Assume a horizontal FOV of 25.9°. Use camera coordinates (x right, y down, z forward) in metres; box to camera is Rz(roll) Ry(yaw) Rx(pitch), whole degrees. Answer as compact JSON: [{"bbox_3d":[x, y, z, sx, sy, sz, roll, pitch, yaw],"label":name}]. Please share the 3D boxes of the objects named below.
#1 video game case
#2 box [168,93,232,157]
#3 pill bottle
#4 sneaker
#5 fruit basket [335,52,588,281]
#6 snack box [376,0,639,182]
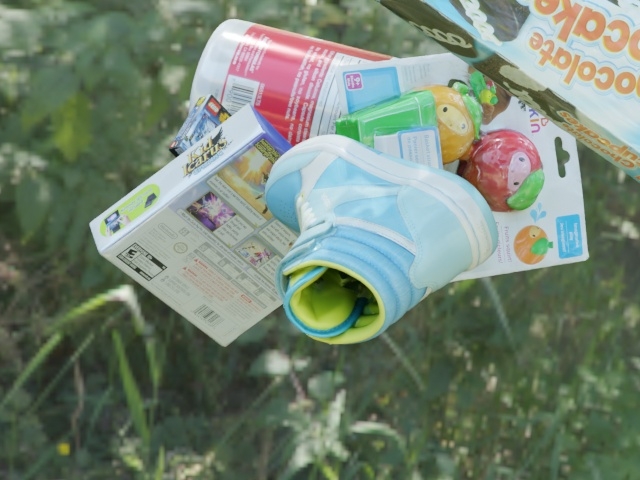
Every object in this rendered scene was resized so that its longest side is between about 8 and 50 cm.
[{"bbox_3d":[-0.104,-0.011,1.705,0.244,0.269,0.061,-35,49,10],"label":"video game case"},{"bbox_3d":[-0.124,-0.107,1.785,0.027,0.137,0.094,-11,42,45],"label":"box"},{"bbox_3d":[0.017,-0.195,2.187,0.408,0.229,0.229,15,27,10],"label":"pill bottle"},{"bbox_3d":[0.000,0.000,1.404,0.208,0.127,0.319,-38,29,-28],"label":"sneaker"},{"bbox_3d":[0.208,-0.104,1.964,0.353,0.327,0.165,-7,5,-11],"label":"fruit basket"},{"bbox_3d":[0.223,-0.187,1.131,0.322,0.187,0.060,32,-13,-11],"label":"snack box"}]
